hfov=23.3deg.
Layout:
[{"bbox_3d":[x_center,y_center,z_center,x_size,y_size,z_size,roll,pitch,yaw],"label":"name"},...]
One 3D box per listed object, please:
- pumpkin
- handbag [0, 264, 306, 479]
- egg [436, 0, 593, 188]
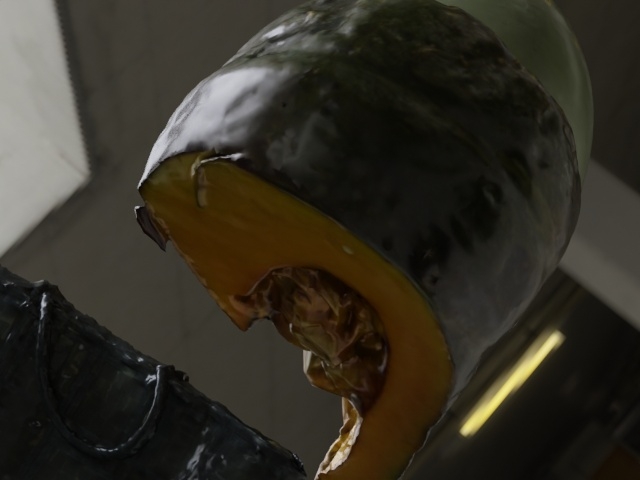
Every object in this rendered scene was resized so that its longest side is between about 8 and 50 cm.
[{"bbox_3d":[0.005,0.009,0.781,0.139,0.190,0.280,-54,-5,-37],"label":"pumpkin"},{"bbox_3d":[-0.150,0.122,0.843,0.175,0.270,0.088,-62,-19,2],"label":"handbag"},{"bbox_3d":[0.080,-0.070,1.074,0.218,0.218,0.295,108,169,-48],"label":"egg"}]
